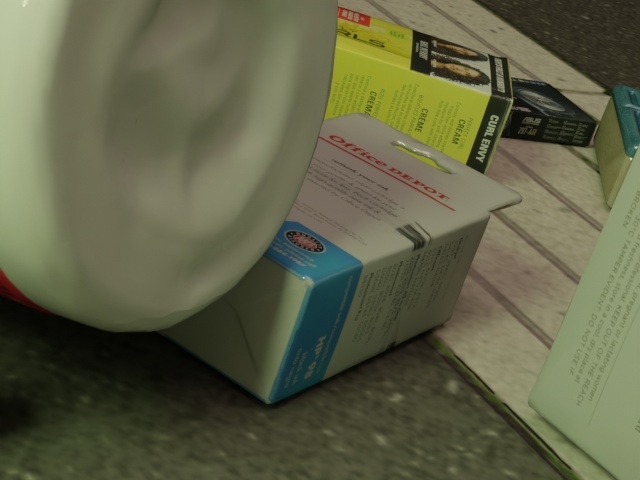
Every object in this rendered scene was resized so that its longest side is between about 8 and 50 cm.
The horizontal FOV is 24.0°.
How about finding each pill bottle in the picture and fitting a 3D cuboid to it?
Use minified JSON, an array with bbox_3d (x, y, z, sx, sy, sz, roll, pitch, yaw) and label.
[{"bbox_3d":[-0.168,-0.088,0.557,0.318,0.176,0.176,15,20,28],"label":"pill bottle"}]

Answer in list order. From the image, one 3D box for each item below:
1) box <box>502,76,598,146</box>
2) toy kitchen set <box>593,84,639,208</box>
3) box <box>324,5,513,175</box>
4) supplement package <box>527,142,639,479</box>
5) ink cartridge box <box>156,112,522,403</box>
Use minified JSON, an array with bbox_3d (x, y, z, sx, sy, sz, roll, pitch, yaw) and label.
[{"bbox_3d":[0.131,-0.088,0.994,0.083,0.018,0.067,5,27,-28],"label":"box"},{"bbox_3d":[0.296,-0.083,0.918,0.207,0.166,0.122,18,24,-3],"label":"toy kitchen set"},{"bbox_3d":[-0.006,-0.105,0.882,0.232,0.058,0.087,17,25,-2],"label":"box"},{"bbox_3d":[0.258,0.065,0.561,0.177,0.175,0.293,-2,31,-41],"label":"supplement package"},{"bbox_3d":[0.000,0.000,0.658,0.104,0.060,0.180,30,27,26],"label":"ink cartridge box"}]
